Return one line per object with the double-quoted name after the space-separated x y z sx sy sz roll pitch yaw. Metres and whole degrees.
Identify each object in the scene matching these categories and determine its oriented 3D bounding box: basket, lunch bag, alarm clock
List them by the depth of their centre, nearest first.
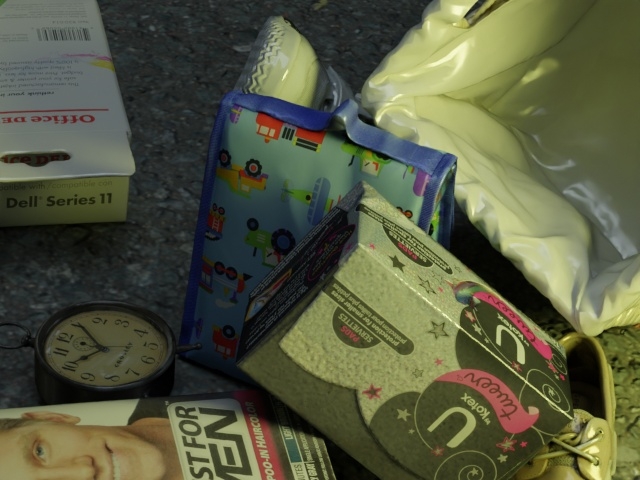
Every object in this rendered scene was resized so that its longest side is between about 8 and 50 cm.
0.000 0.000 1.836 0.221 0.293 0.138 20 39 17 "lunch bag"
-0.217 0.110 1.849 0.192 0.064 0.129 17 38 10 "alarm clock"
0.281 -0.131 1.879 0.331 0.328 0.266 47 14 16 "basket"

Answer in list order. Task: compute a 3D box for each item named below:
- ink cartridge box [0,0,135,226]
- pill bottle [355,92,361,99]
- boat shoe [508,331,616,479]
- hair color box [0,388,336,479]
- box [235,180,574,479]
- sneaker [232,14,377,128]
-0.313 -0.119 2.093 0.207 0.119 0.353 -3 37 -13 "ink cartridge box"
0.093 -0.127 2.210 0.120 0.067 0.067 13 37 9 "pill bottle"
0.209 0.192 1.756 0.109 0.098 0.302 6 32 12 "boat shoe"
-0.165 0.225 1.669 0.347 0.105 0.174 -4 38 -13 "hair color box"
0.075 0.099 1.719 0.247 0.163 0.142 39 21 -15 "box"
0.026 -0.103 1.989 0.210 0.366 0.137 23 81 8 "sneaker"
